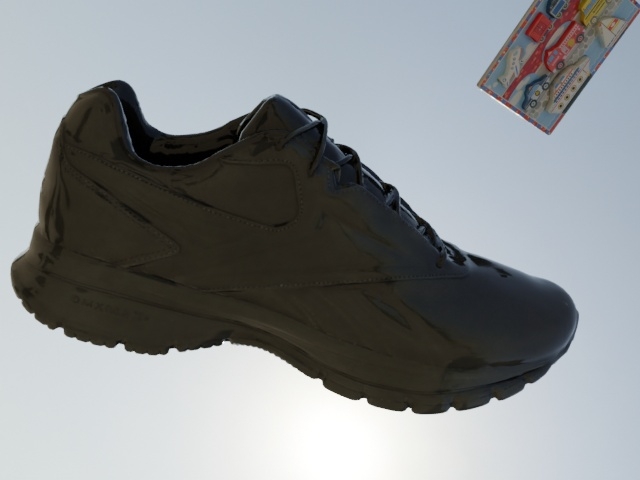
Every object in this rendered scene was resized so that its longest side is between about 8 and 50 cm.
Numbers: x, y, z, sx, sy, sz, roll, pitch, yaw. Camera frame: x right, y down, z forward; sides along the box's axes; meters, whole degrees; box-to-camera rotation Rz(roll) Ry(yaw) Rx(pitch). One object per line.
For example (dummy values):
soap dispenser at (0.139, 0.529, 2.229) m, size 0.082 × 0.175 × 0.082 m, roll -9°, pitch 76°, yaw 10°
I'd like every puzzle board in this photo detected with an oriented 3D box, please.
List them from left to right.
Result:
puzzle board at (0.198, -0.158, 0.618) m, size 0.128 × 0.096 × 0.011 m, roll -56°, pitch -146°, yaw 15°

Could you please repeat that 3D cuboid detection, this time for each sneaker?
sneaker at (0.000, 0.000, 0.373) m, size 0.109 × 0.287 × 0.130 m, roll -113°, pitch -145°, yaw -71°
